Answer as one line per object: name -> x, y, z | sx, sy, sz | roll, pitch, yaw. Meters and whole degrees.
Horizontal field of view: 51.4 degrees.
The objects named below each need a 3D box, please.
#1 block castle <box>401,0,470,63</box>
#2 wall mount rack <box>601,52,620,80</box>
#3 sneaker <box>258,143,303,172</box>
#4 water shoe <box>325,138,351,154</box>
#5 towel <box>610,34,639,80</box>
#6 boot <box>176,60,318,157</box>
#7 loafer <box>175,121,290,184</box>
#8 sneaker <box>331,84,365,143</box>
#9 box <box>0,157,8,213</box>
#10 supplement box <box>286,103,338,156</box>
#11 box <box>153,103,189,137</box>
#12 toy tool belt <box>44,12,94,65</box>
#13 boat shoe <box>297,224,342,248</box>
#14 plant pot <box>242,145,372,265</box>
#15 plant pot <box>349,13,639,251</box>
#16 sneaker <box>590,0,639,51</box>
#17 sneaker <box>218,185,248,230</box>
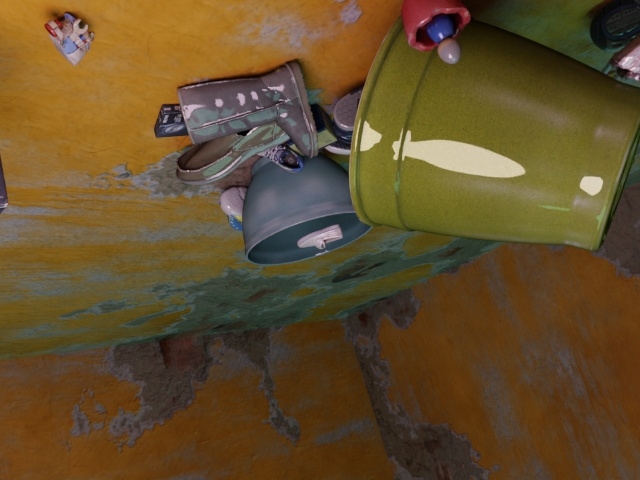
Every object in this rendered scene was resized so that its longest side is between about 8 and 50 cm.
block castle -> 0.331, -0.390, 0.808 | 0.452, 0.213, 0.303 | -13, 164, -13
wall mount rack -> 0.538, -0.311, 1.464 | 0.303, 0.131, 0.350 | -15, 165, 11
sneaker -> -0.086, -0.176, 1.299 | 0.135, 0.052, 0.058 | 27, -174, -21
water shoe -> 0.092, -0.212, 1.417 | 0.203, 0.073, 0.080 | -11, 165, -18
towel -> 0.554, -0.338, 0.905 | 0.331, 0.053, 0.317 | -39, 179, 26
boot -> -0.119, -0.199, 1.131 | 0.208, 0.190, 0.076 | -22, -151, -8
loafer -> -0.167, -0.191, 1.225 | 0.251, 0.094, 0.087 | -28, 138, 6
sneaker -> 0.123, -0.261, 1.277 | 0.226, 0.086, 0.163 | -24, 174, -4
box -> -0.470, -0.128, 0.749 | 0.143, 0.271, 0.165 | 1, 157, -47
supplement box -> -0.021, -0.216, 1.313 | 0.083, 0.056, 0.083 | -21, 164, 16
box -> -0.251, -0.210, 1.164 | 0.067, 0.018, 0.083 | -9, 162, -28
toy tool belt -> -0.321, -0.269, 0.859 | 0.051, 0.052, 0.083 | -46, 173, -13
boat shoe -> 0.000, 0.000, 1.383 | 0.100, 0.035, 0.035 | -21, 164, 10
plant pot -> -0.046, -0.089, 1.461 | 0.292, 0.197, 0.293 | -16, 165, -4
plant pot -> 0.284, -0.145, 1.012 | 0.352, 0.367, 0.366 | 20, 178, 23
sneaker -> 0.652, -0.436, 1.237 | 0.296, 0.111, 0.129 | -16, 177, 21
sneaker -> -0.191, -0.061, 1.598 | 0.126, 0.091, 0.240 | -24, 164, 25
